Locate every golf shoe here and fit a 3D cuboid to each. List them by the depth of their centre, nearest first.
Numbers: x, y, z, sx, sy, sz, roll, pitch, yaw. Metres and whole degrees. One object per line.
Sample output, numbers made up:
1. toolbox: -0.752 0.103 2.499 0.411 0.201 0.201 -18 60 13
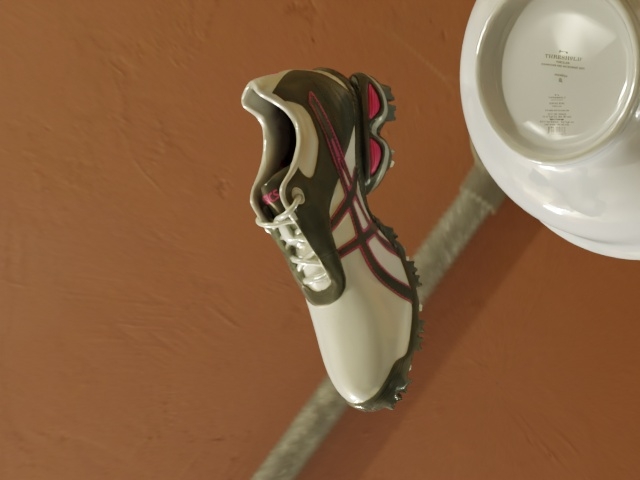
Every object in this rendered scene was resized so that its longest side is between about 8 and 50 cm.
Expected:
1. golf shoe: 0.000 0.000 1.107 0.105 0.120 0.272 -23 -108 47

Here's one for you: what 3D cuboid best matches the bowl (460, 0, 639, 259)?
1. bowl: 0.210 -0.129 1.087 0.298 0.134 0.297 3 -85 41
